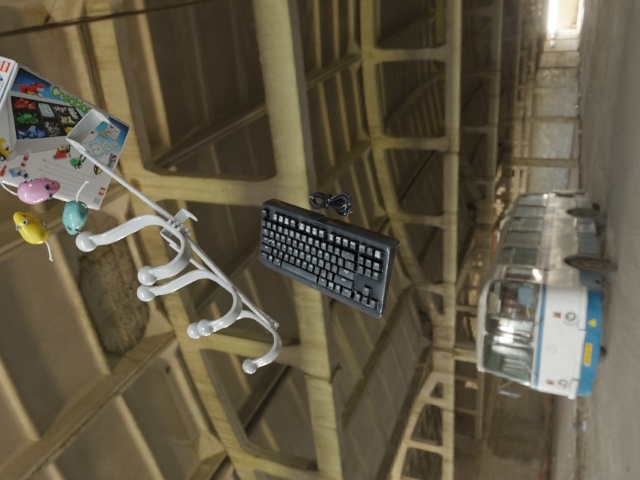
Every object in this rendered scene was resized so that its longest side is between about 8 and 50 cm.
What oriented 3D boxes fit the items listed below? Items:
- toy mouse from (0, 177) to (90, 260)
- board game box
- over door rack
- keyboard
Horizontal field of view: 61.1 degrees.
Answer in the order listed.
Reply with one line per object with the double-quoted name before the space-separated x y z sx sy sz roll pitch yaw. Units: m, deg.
"toy mouse" -0.434 -0.052 0.880 0.161 0.143 0.031 59 178 -35
"board game box" -0.491 -0.180 1.000 0.193 0.053 0.305 -70 -18 -3
"over door rack" -0.199 0.011 0.682 0.108 0.324 0.240 -39 -40 -7
"keyboard" 0.000 0.000 0.550 0.023 0.180 0.108 -5 -71 -47
